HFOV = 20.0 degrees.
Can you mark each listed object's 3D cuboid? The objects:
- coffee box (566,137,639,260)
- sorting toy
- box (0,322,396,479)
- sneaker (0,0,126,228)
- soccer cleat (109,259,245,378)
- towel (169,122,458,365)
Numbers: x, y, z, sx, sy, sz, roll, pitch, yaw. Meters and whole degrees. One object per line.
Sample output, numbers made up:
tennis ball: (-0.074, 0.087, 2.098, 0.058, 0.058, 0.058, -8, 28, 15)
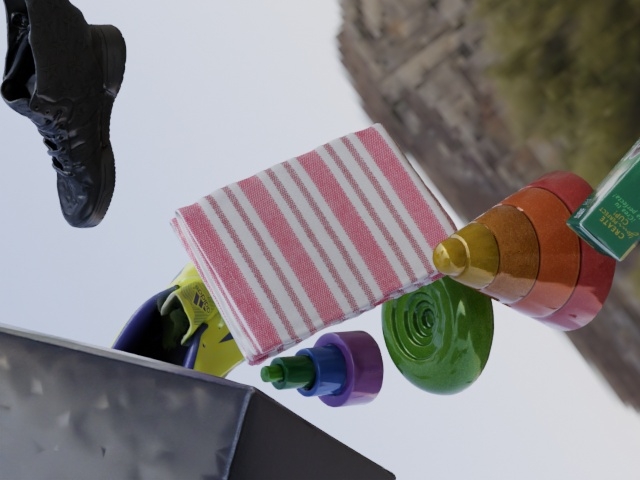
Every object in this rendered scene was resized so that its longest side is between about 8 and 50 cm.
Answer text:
coffee box: (0.246, -0.066, 1.246, 0.040, 0.184, 0.113, 42, -178, 0)
sorting toy: (0.067, 0.056, 1.429, 0.126, 0.365, 0.127, -2, -110, -37)
box: (-0.144, 0.153, 0.969, 0.294, 0.183, 0.296, 12, 169, 18)
sneaker: (-0.179, -0.090, 1.208, 0.089, 0.170, 0.051, -4, -161, -43)
soccer cleat: (-0.091, 0.057, 1.469, 0.093, 0.289, 0.121, 26, 147, 14)
towel: (0.000, 0.000, 1.401, 0.144, 0.197, 0.029, 59, 162, 23)
